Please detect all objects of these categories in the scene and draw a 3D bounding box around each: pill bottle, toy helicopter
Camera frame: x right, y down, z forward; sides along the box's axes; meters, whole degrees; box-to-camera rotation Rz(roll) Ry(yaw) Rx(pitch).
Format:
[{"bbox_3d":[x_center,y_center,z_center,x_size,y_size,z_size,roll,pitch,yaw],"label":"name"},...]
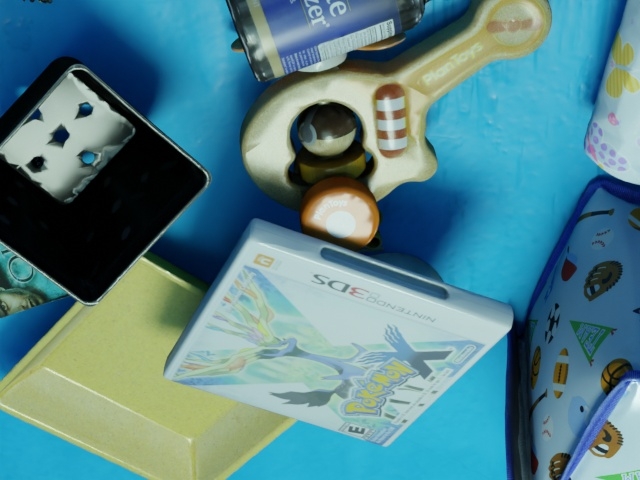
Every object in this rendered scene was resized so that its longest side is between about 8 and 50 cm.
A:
[{"bbox_3d":[0.022,-0.240,1.176,0.219,0.123,0.123,-20,130,1],"label":"pill bottle"},{"bbox_3d":[0.069,-0.166,1.293,0.355,0.140,0.235,-33,116,13],"label":"toy helicopter"}]

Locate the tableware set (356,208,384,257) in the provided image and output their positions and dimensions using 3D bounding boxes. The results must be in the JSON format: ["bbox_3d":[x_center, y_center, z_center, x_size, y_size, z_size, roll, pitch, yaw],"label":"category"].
[{"bbox_3d":[0.000,0.000,1.484,0.154,0.024,0.104,-6,131,6],"label":"tableware set"}]

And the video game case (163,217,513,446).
[{"bbox_3d":[0.008,0.117,1.417,0.300,0.036,0.329,19,143,-13],"label":"video game case"}]

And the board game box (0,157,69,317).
[{"bbox_3d":[-0.347,-0.014,1.422,0.126,0.026,0.186,-19,104,16],"label":"board game box"}]

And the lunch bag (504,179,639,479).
[{"bbox_3d":[0.333,0.181,1.441,0.239,0.328,0.385,14,132,-6],"label":"lunch bag"}]

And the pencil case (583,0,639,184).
[{"bbox_3d":[0.348,-0.180,1.245,0.124,0.113,0.273,-10,141,-16],"label":"pencil case"}]

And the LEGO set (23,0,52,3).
[{"bbox_3d":[-0.285,-0.272,1.249,0.054,0.023,0.083,18,143,-12],"label":"LEGO set"}]

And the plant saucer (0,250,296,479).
[{"bbox_3d":[-0.193,0.159,1.589,0.333,0.081,0.333,31,125,-25],"label":"plant saucer"}]

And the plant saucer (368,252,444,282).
[{"bbox_3d":[0.077,0.110,1.517,0.195,0.037,0.195,-9,116,-20],"label":"plant saucer"}]

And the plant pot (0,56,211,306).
[{"bbox_3d":[-0.256,-0.080,1.296,0.188,0.167,0.187,-47,120,4],"label":"plant pot"}]
